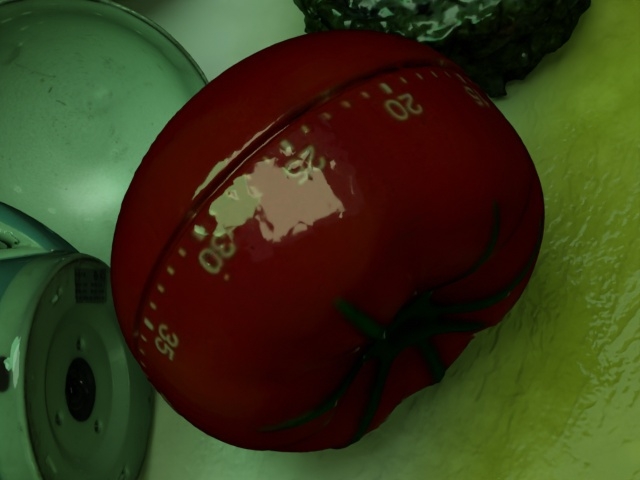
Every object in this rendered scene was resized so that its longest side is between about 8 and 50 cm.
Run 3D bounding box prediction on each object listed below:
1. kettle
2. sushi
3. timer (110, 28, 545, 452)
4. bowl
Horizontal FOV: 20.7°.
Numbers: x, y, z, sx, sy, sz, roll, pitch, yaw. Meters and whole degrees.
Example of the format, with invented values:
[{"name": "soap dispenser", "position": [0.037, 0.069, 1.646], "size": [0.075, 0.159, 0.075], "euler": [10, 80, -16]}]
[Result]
[{"name": "kettle", "position": [-0.359, 0.108, 1.637], "size": [0.342, 0.247, 0.320], "euler": [-3, 78, 22]}, {"name": "sushi", "position": [0.097, -0.311, 1.714], "size": [0.294, 0.178, 0.352], "euler": [-21, 67, 10]}, {"name": "timer", "position": [0.000, 0.000, 1.499], "size": [0.378, 0.378, 0.279], "euler": [-42, 67, -4]}, {"name": "bowl", "position": [-0.237, -0.108, 1.726], "size": [0.313, 0.146, 0.313], "euler": [1, 112, 4]}]
